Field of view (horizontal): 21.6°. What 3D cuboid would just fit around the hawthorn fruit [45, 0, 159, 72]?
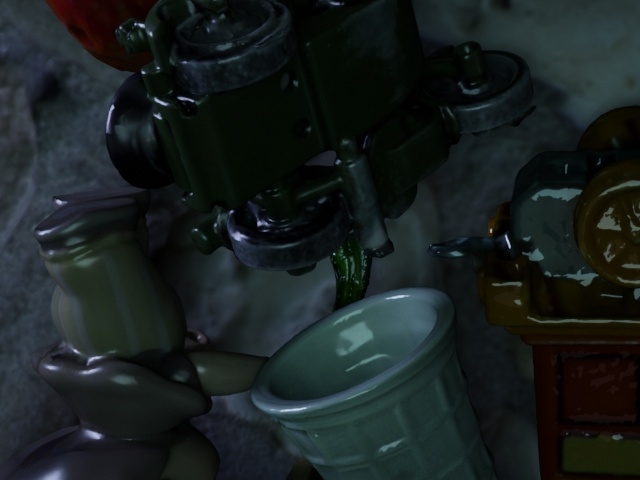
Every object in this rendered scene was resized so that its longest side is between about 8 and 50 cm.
[{"bbox_3d":[-0.104,-0.192,1.058,0.179,0.200,0.179,1,95,17],"label":"hawthorn fruit"}]

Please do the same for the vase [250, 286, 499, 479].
[{"bbox_3d":[0.081,0.192,1.093,0.143,0.143,0.299,-21,109,12],"label":"vase"}]

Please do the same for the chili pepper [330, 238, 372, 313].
[{"bbox_3d":[0.008,-0.003,1.154,0.055,0.035,0.118,-25,103,25],"label":"chili pepper"}]

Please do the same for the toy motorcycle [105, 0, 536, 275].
[{"bbox_3d":[0.000,-0.095,1.025,0.127,0.275,0.205,20,137,45],"label":"toy motorcycle"}]

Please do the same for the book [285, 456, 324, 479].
[{"bbox_3d":[0.034,0.262,1.120,0.026,0.161,0.231,-27,93,8],"label":"book"}]

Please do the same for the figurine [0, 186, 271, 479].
[{"bbox_3d":[-0.139,0.158,1.104,0.203,0.248,0.380,-3,97,-27],"label":"figurine"}]

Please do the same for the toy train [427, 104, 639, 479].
[{"bbox_3d":[0.252,0.040,1.053,0.369,0.163,0.231,0,111,10],"label":"toy train"}]
